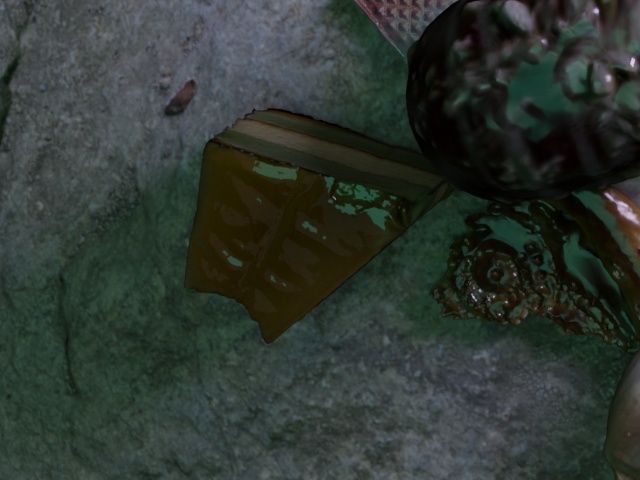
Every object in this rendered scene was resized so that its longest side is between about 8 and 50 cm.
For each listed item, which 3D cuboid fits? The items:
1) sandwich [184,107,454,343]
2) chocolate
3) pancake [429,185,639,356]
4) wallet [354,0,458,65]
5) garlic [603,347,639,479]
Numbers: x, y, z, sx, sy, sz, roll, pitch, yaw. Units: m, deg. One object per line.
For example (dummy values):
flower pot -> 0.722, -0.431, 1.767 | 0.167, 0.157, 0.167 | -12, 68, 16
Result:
sandwich -> 0.000, 0.000, 1.973 | 0.227, 0.155, 0.198 | 17, 112, 16
chocolate -> 0.232, -0.157, 1.778 | 0.340, 0.210, 0.225 | -19, 89, 16
pancake -> 0.220, 0.034, 1.947 | 0.244, 0.057, 0.266 | -28, 91, 24
wallet -> 0.125, -0.266, 1.920 | 0.196, 0.020, 0.103 | -41, 89, 26
garlic -> 0.377, 0.161, 1.887 | 0.228, 0.110, 0.217 | -17, 118, 9
